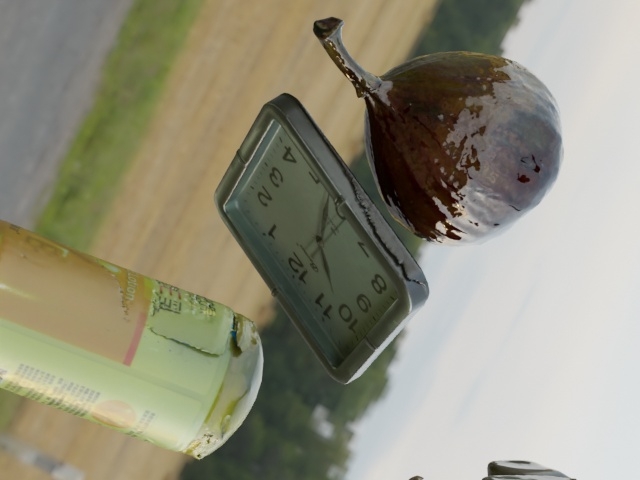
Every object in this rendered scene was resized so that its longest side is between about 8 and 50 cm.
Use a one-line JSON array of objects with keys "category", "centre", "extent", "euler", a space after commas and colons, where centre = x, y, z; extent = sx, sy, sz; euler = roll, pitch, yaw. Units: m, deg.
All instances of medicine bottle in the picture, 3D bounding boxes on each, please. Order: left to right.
[{"category": "medicine bottle", "centre": [-0.158, 0.075, 1.375], "extent": [0.124, 0.239, 0.124], "euler": [-159, -90, -75]}]

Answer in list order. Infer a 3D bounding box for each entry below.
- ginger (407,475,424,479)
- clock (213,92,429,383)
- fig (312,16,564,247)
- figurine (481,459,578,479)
[{"category": "ginger", "centre": [0.007, 0.430, 2.144], "extent": [0.418, 0.176, 0.254], "euler": [-27, -158, 25]}, {"category": "clock", "centre": [0.001, 0.000, 2.039], "extent": [0.049, 0.273, 0.279], "euler": [-29, 169, -27]}, {"category": "fig", "centre": [0.100, -0.135, 1.966], "extent": [0.217, 0.321, 0.217], "euler": [-37, -145, 32]}, {"category": "figurine", "centre": [0.141, 0.343, 1.276], "extent": [0.248, 0.203, 0.380], "euler": [-172, -100, -71]}]
